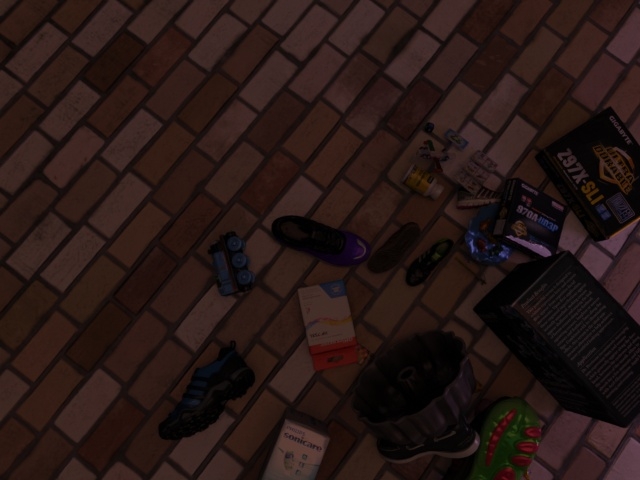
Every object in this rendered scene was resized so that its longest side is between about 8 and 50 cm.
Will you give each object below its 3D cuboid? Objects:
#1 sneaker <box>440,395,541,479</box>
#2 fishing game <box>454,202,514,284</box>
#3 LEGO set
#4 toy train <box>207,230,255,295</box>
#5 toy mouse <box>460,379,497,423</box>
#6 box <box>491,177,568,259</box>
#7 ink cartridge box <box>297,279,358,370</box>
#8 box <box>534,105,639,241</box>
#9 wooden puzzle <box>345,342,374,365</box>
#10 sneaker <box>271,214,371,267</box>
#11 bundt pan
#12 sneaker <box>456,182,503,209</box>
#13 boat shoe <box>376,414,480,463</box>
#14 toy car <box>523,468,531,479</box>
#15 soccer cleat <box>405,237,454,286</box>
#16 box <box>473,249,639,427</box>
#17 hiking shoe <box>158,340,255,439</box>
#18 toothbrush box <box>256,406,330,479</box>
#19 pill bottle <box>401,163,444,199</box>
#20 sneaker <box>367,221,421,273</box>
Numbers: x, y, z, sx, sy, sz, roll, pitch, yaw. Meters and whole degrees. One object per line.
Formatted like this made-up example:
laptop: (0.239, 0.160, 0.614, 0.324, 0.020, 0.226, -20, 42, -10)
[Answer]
sneaker: (0.415, 0.618, 1.454, 0.185, 0.202, 0.482, 34, 99, 11)
fishing game: (0.501, -0.016, 1.590, 0.189, 0.041, 0.264, 43, 85, -21)
LEGO set: (0.383, -0.243, 1.639, 0.244, 0.060, 0.182, 40, 52, 7)
toy train: (-0.252, 0.067, 1.562, 0.105, 0.080, 0.184, -18, 83, 1)
toy mouse: (0.423, 0.461, 1.551, 0.161, 0.031, 0.143, 18, 81, 0)
box: (0.597, -0.055, 1.582, 0.220, 0.051, 0.175, 23, 79, -27)
ink cartridge box: (0.022, 0.236, 1.542, 0.134, 0.078, 0.231, -12, 79, -4)
box: (0.838, -0.196, 1.647, 0.257, 0.079, 0.322, -32, 84, -5)
wooden puzzle: (0.108, 0.321, 1.572, 0.083, 0.006, 0.049, 34, 81, 3)
sneaker: (-0.001, 0.001, 1.546, 0.293, 0.146, 0.102, 15, 81, 0)
bundt pan: (0.247, 0.378, 1.399, 0.331, 0.331, 0.124, -37, 105, -7)
sneaker: (0.478, -0.137, 1.629, 0.170, 0.063, 0.074, -7, 83, -2)
boat shoe: (0.256, 0.497, 1.428, 0.303, 0.114, 0.091, -25, 109, 35)
toy car: (0.621, 0.657, 1.520, 0.122, 0.060, 0.040, 37, 50, -3)
soccer cleat: (0.311, 0.058, 1.587, 0.060, 0.072, 0.179, 44, 82, 4)
box: (0.649, 0.252, 1.461, 0.212, 0.293, 0.395, -41, 85, -8)
hiking shoe: (-0.317, 0.416, 1.508, 0.304, 0.113, 0.132, -38, 54, -1)
toothbrush box: (-0.089, 0.599, 1.417, 0.126, 0.216, 0.295, 23, 82, 1)
pill bottle: (0.300, -0.168, 1.626, 0.116, 0.065, 0.065, 33, 81, 2)
sneaker: (0.213, 0.021, 1.599, 0.188, 0.071, 0.066, -41, 99, 10)
